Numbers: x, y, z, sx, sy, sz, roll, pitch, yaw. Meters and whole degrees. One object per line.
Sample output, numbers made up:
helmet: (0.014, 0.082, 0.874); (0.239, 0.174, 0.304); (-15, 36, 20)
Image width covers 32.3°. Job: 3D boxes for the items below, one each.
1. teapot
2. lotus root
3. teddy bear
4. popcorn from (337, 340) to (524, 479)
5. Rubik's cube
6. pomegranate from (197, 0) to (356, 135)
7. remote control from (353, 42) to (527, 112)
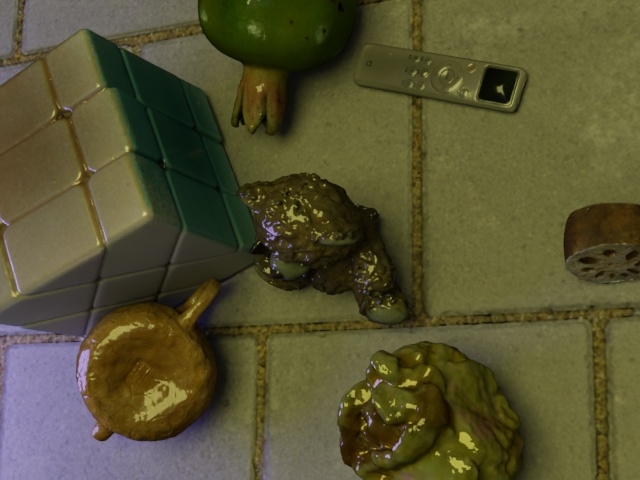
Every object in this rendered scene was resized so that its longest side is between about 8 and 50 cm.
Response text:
teapot: (-0.248, 0.177, 1.646); (0.203, 0.167, 0.311); (36, 95, -7)
lotus root: (0.370, 0.000, 1.404); (0.122, 0.112, 0.081); (-6, 70, 26)
teddy bear: (0.000, 0.000, 1.506); (0.267, 0.256, 0.156); (20, 84, 27)
popcorn: (0.131, 0.242, 1.403); (0.212, 0.259, 0.259); (-47, 62, 34)
Rubik's cube: (-0.326, -0.065, 1.634); (0.319, 0.322, 0.316); (-29, 68, 19)
pomegranate: (-0.074, -0.305, 1.630); (0.236, 0.236, 0.301); (19, 100, 27)
remote control: (0.168, -0.237, 1.595); (0.261, 0.029, 0.067); (15, 86, 27)
